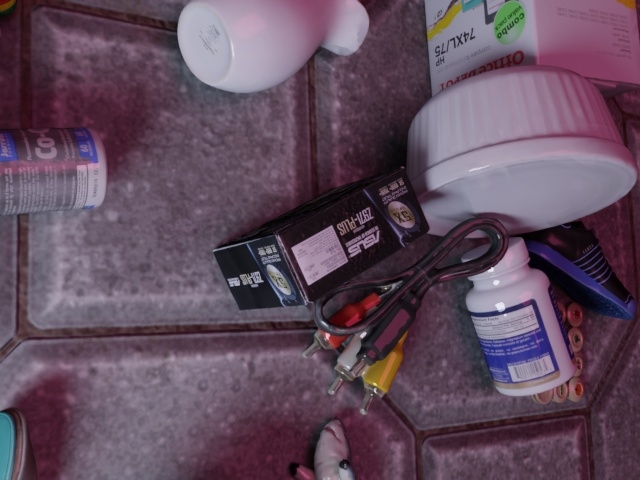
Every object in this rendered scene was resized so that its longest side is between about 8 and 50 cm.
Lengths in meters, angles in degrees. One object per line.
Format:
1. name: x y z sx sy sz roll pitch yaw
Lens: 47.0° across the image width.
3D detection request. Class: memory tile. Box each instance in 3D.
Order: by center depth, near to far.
1. memory tile: 0.346 0.162 1.071 0.113 0.012 0.148 6 81 -32

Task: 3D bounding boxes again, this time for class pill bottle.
1. pill bottle: -0.271 -0.063 0.668 0.137 0.078 0.078 -7 88 -34
2. pill bottle: 0.254 0.096 0.962 0.112 0.112 0.187 -23 97 -32

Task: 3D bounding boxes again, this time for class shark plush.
1. shark plush: 0.037 0.286 0.837 0.161 0.073 0.067 59 29 -7

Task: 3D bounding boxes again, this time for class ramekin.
1. ramekin: 0.227 -0.103 0.891 0.273 0.273 0.127 5 69 -32

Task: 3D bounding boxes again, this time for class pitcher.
1. pitcher: -0.068 -0.258 0.811 0.207 0.125 0.178 -33 81 -42

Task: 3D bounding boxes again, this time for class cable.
1. cable: 0.095 0.059 0.874 0.139 0.072 0.287 45 72 -5

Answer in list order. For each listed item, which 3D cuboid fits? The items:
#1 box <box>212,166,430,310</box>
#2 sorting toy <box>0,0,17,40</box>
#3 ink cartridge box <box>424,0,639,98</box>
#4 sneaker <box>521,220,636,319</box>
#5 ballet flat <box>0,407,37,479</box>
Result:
1. box: 0.000 0.000 0.792 0.180 0.147 0.077 -29 100 -33
2. sorting toy: -0.352 -0.147 0.604 0.132 0.046 0.275 13 60 -14
3. ink cartridge box: 0.273 -0.313 0.974 0.197 0.198 0.270 -1 84 -31
4. sneaker: 0.388 0.033 1.074 0.232 0.081 0.090 33 75 -24
5. ballet flat: -0.282 0.254 0.638 0.068 0.072 0.213 32 66 -55
